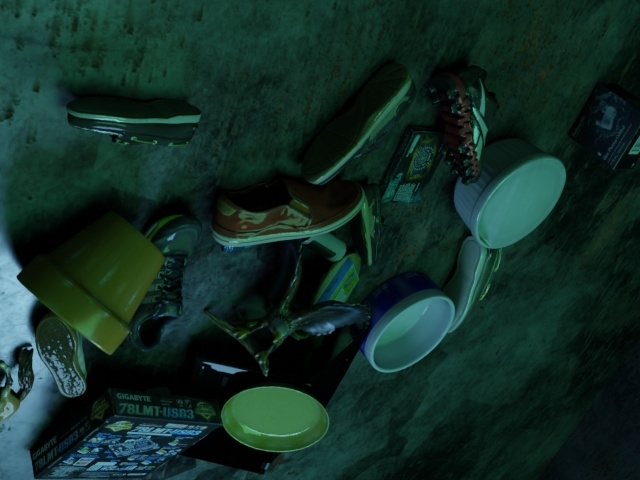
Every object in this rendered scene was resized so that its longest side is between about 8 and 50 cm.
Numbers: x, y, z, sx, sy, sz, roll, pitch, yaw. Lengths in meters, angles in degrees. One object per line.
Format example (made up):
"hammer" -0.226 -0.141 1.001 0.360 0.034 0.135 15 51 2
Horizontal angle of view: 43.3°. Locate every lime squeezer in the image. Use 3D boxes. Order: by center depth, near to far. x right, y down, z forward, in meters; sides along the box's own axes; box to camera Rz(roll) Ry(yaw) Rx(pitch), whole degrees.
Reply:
"lime squeezer" -0.059 0.227 1.930 0.109 0.059 0.310 -14 149 21

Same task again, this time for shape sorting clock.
"shape sorting clock" 0.029 0.118 1.851 0.206 0.040 0.206 -50 160 -26

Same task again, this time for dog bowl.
"dog bowl" 0.212 0.212 2.087 0.264 0.104 0.265 -23 139 -22

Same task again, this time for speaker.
"speaker" 0.000 0.000 1.735 0.055 0.055 0.136 -46 143 9

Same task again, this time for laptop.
"laptop" -0.129 0.360 1.958 0.407 0.236 0.382 16 130 -11

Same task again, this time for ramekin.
"ramekin" 0.440 -0.121 1.925 0.272 0.127 0.273 -24 140 -21

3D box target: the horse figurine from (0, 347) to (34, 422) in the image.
"horse figurine" -0.639 0.297 1.486 0.263 0.066 0.175 -23 134 -18

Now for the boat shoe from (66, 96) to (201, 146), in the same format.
"boat shoe" -0.295 -0.182 1.279 0.227 0.081 0.069 -5 127 -40

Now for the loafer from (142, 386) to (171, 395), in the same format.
"loafer" -0.393 0.356 1.781 0.125 0.039 0.045 -24 96 -20

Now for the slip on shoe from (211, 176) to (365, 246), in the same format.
"slip on shoe" -0.054 -0.072 1.572 0.331 0.123 0.101 -12 129 -26

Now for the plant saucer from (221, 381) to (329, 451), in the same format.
"plant saucer" -0.100 0.388 1.800 0.240 0.037 0.241 1 132 1

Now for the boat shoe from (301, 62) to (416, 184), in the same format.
"boat shoe" 0.082 -0.210 1.557 0.285 0.103 0.092 -50 137 3

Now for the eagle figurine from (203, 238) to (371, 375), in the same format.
"eagle figurine" -0.057 0.142 1.685 0.226 0.225 0.298 30 113 -38

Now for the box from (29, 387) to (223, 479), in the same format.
"box" -0.413 0.423 1.734 0.293 0.073 0.295 -39 145 27

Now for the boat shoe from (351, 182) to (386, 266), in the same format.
"boat shoe" 0.111 -0.033 1.775 0.073 0.080 0.224 -24 136 -12

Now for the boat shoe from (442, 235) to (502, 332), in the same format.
"boat shoe" 0.399 0.119 2.149 0.091 0.109 0.305 -6 127 -30

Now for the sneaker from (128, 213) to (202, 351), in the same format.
"sneaker" -0.289 0.080 1.515 0.111 0.121 0.300 2 127 -41

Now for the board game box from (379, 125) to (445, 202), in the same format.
"board game box" 0.204 -0.164 1.765 0.126 0.026 0.186 -3 129 -38

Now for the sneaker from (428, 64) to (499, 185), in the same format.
"sneaker" 0.316 -0.245 1.693 0.135 0.097 0.276 -32 128 -19

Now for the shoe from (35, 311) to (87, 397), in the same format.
"shoe" -0.492 0.209 1.536 0.076 0.058 0.219 -6 131 -9

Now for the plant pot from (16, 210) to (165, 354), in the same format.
"plant pot" -0.375 0.059 1.381 0.188 0.205 0.205 -50 145 -13

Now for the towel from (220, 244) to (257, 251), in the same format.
"towel" -0.142 -0.012 1.623 0.119 0.029 0.067 -16 137 -29

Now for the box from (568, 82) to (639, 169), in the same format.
"box" 0.724 -0.279 1.980 0.093 0.158 0.156 -4 130 -38
